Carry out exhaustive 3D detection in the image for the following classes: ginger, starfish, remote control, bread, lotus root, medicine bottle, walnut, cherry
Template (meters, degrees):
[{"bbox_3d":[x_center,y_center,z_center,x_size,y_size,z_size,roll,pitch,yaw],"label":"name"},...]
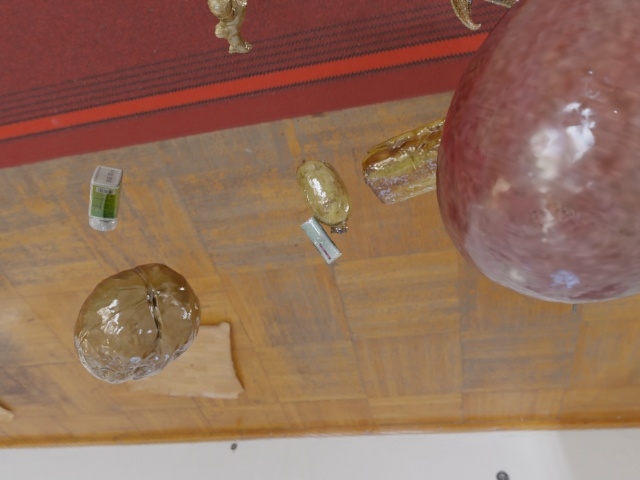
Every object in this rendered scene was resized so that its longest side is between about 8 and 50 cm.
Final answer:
[{"bbox_3d":[-0.271,-0.679,1.370,0.081,0.147,0.333,24,170,0],"label":"ginger"},{"bbox_3d":[0.269,-0.465,0.794,0.238,0.213,0.057,21,165,28],"label":"starfish"},{"bbox_3d":[0.000,0.000,1.538,0.065,0.029,0.166,-37,84,13],"label":"remote control"},{"bbox_3d":[0.295,-0.239,1.300,0.344,0.148,0.195,-16,136,27],"label":"bread"},{"bbox_3d":[0.019,-0.151,1.511,0.146,0.160,0.284,-27,83,45],"label":"lotus root"},{"bbox_3d":[-0.704,-0.132,1.455,0.088,0.132,0.188,8,123,-22],"label":"medicine bottle"},{"bbox_3d":[-0.554,0.253,1.354,0.354,0.307,0.397,-1,142,-41],"label":"walnut"},{"bbox_3d":[0.218,-0.081,0.367,0.261,0.221,0.307,-12,113,-38],"label":"cherry"}]
